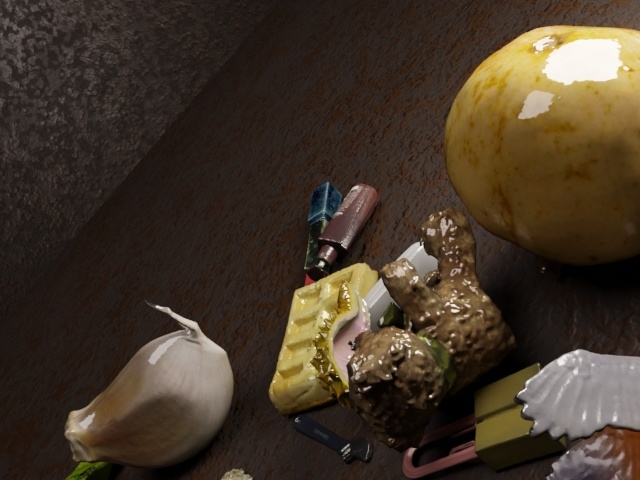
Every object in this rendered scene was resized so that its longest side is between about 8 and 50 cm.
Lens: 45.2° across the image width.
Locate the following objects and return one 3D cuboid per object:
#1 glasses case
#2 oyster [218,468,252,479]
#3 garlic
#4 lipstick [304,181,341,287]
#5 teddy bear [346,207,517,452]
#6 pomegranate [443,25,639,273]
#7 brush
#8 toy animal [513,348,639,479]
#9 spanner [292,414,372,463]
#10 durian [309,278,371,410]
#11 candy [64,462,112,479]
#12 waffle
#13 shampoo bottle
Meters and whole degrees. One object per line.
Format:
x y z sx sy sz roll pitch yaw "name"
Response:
0.127 0.087 1.247 0.193 0.074 0.049 -49 27 -5 "glasses case"
-0.171 0.431 1.224 0.108 0.053 0.165 2 45 43 "oyster"
-0.287 0.263 1.424 0.340 0.246 0.231 -56 13 14 "garlic"
0.000 0.000 1.580 0.051 0.051 0.312 -28 34 28 "lipstick"
0.128 0.120 1.037 0.223 0.246 0.296 -13 35 -3 "teddy bear"
0.323 -0.110 1.008 0.342 0.342 0.342 -34 29 22 "pomegranate"
0.191 0.244 0.969 0.233 0.047 0.103 -31 28 31 "brush"
0.370 0.190 0.708 0.302 0.225 0.284 -39 44 -11 "toy animal"
0.015 0.301 1.180 0.046 0.012 0.208 -54 27 -17 "spanner"
0.034 0.163 1.170 0.078 0.140 0.224 -41 40 38 "durian"
-0.485 0.519 1.532 0.149 0.069 0.246 -23 35 34 "candy"
0.008 0.163 1.331 0.168 0.057 0.274 -26 33 33 "waffle"
0.042 -0.014 1.495 0.067 0.068 0.236 20 55 18 "shampoo bottle"
